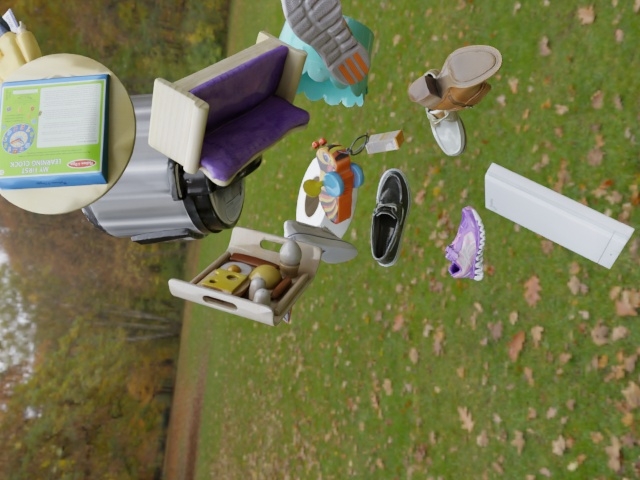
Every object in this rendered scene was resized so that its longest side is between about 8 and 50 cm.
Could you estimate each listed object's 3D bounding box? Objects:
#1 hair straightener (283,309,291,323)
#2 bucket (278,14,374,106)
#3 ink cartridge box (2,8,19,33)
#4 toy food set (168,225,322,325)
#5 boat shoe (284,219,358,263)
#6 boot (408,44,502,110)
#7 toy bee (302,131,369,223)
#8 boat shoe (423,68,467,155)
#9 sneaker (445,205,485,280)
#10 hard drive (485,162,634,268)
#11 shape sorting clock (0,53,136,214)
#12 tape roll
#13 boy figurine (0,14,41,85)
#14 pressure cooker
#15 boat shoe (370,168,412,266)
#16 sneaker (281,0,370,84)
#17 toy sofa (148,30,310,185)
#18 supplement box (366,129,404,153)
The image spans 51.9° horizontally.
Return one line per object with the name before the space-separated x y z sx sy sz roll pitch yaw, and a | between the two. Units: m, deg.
hair straightener | -0.109 0.138 1.849 0.047 0.089 0.231 43 127 44
bucket | 0.006 -0.483 1.744 0.281 0.281 0.183 -161 87 -78
ink cartridge box | -0.816 -0.395 1.614 0.165 0.332 0.065 62 -161 15
toy food set | -0.144 0.057 1.361 0.306 0.219 0.093 -48 -31 -63
boat shoe | 0.000 0.000 1.869 0.096 0.267 0.088 -36 56 39
boot | 0.280 -0.295 1.220 0.197 0.152 0.073 -13 80 45
toy bee | 0.045 -0.200 1.794 0.162 0.195 0.298 44 123 29
boat shoe | 0.407 -0.427 2.214 0.103 0.113 0.303 -19 -90 -64
sneaker | 0.410 0.016 1.880 0.095 0.104 0.237 -102 5 -61
hard drive | 0.577 -0.058 1.633 0.047 0.353 0.233 -56 -22 -8
shape sorting clock | -0.329 -0.134 0.825 0.040 0.206 0.206 57 -143 -76
tape roll | 0.018 -0.134 2.168 0.286 0.100 0.286 -168 90 -67
boy figurine | -0.705 -0.398 1.469 0.177 0.285 0.092 -38 -7 9
pressure cooker | -0.358 -0.190 1.649 0.376 0.420 0.370 70 -160 -60
boat shoe | 0.235 -0.083 2.197 0.119 0.121 0.336 24 -112 -69
sneaker | -0.015 -0.495 1.456 0.321 0.124 0.180 53 -174 -45
toy sofa | -0.153 -0.270 1.294 0.362 0.177 0.150 -44 -19 -47
supplement box | 0.187 -0.286 1.909 0.062 0.098 0.036 -55 -49 -49
